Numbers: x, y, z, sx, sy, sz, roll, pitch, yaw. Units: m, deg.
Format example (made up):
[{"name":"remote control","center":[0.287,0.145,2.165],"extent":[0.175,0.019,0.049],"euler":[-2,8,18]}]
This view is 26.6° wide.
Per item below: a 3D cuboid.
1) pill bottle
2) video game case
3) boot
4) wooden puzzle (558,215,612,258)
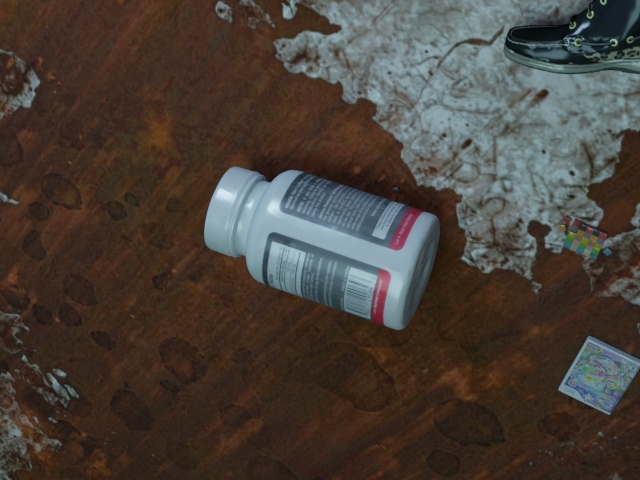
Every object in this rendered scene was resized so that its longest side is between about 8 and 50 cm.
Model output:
[{"name":"pill bottle","center":[0.000,0.000,1.974],"extent":[0.319,0.176,0.176],"euler":[19,132,13]},{"name":"video game case","center":[0.418,0.203,2.030],"extent":[0.087,0.011,0.122],"euler":[25,133,7]},{"name":"boot","center":[0.338,-0.294,1.630],"extent":[0.237,0.085,0.178],"euler":[5,125,16]},{"name":"wooden puzzle","center":[0.370,-0.002,1.896],"extent":[0.083,0.006,0.049],"euler":[23,133,9]}]
